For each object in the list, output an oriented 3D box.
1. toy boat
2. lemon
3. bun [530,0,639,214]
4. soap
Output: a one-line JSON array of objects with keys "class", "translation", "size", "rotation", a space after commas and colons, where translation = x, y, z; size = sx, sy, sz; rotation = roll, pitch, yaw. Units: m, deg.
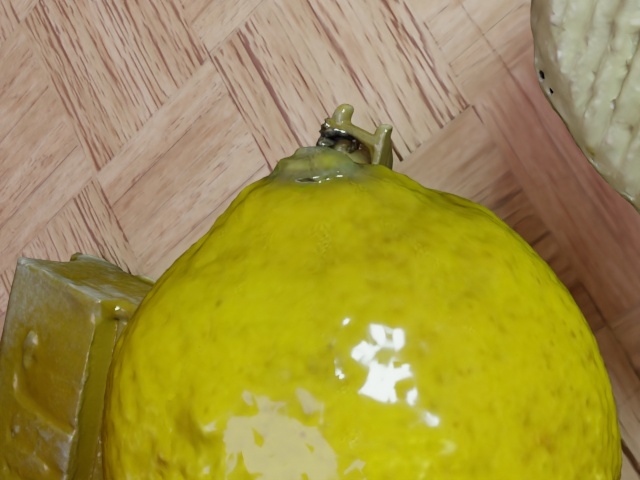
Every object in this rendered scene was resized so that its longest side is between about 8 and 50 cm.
[{"class": "toy boat", "translation": [0.000, 0.000, 0.913], "size": [0.068, 0.088, 0.226], "rotation": [29, 110, 31]}, {"class": "lemon", "translation": [0.025, 0.126, 0.747], "size": [0.349, 0.350, 0.387], "rotation": [9, 108, 36]}, {"class": "bun", "translation": [0.297, -0.140, 0.592], "size": [0.359, 0.211, 0.360], "rotation": [24, 124, 43]}, {"class": "soap", "translation": [-0.201, 0.177, 1.058], "size": [0.259, 0.143, 0.281], "rotation": [17, 100, 32]}]
